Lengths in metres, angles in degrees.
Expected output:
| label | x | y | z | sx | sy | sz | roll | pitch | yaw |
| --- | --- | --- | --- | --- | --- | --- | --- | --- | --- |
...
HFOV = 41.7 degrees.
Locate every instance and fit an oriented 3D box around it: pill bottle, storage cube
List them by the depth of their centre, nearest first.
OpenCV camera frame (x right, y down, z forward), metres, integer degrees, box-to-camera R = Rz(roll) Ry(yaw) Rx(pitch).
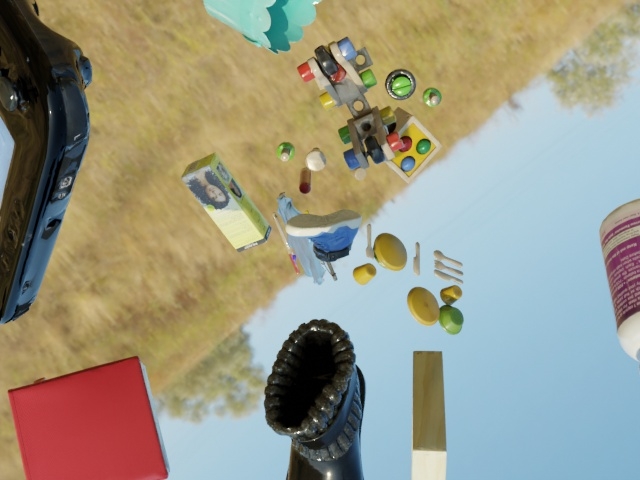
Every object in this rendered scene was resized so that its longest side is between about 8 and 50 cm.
| label | x | y | z | sx | sy | sz | roll | pitch | yaw |
| --- | --- | --- | --- | --- | --- | --- | --- | --- | --- |
| storage cube | -0.345 | 0.299 | 1.283 | 0.193 | 0.215 | 0.184 | -15 | 170 | -12 |
| pill bottle | 0.547 | 0.092 | 1.326 | 0.169 | 0.169 | 0.302 | -35 | -139 | 41 |

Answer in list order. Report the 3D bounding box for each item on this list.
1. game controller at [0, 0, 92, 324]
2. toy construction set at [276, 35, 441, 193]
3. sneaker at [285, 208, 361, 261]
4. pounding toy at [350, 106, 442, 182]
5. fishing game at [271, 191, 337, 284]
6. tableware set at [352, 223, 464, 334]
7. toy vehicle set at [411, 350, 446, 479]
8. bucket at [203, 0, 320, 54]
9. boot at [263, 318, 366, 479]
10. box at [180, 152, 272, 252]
| label | x | y | z | sx | sy | sz | roll | pitch | yaw |
| --- | --- | --- | --- | --- | --- | --- | --- | --- | --- |
| game controller | -0.244 | -0.063 | 0.613 | 0.067 | 0.166 | 0.319 | -34 | 169 | -39 |
| toy construction set | 0.041 | -0.256 | 1.677 | 0.309 | 0.257 | 0.237 | -52 | -167 | 16 |
| sneaker | 0.001 | 0.000 | 1.361 | 0.152 | 0.058 | 0.085 | -12 | 124 | -45 |
| pounding toy | 0.165 | -0.219 | 2.067 | 0.206 | 0.181 | 0.094 | -48 | -146 | 4 |
| fishing game | -0.031 | -0.006 | 1.589 | 0.041 | 0.189 | 0.264 | -25 | -176 | -15 |
| tableware set | 0.104 | 0.050 | 0.966 | 0.024 | 0.154 | 0.104 | -35 | -137 | 46 |
| toy vehicle set | 0.125 | 0.284 | 0.991 | 0.035 | 0.267 | 0.166 | 1 | -148 | 6 |
| bucket | -0.117 | -0.567 | 1.836 | 0.281 | 0.183 | 0.281 | -57 | 166 | -23 |
| boot | -0.004 | 0.306 | 1.220 | 0.131 | 0.348 | 0.260 | -1 | 161 | 6 |
| box | -0.210 | -0.083 | 1.898 | 0.087 | 0.232 | 0.058 | -21 | -149 | 27 |
